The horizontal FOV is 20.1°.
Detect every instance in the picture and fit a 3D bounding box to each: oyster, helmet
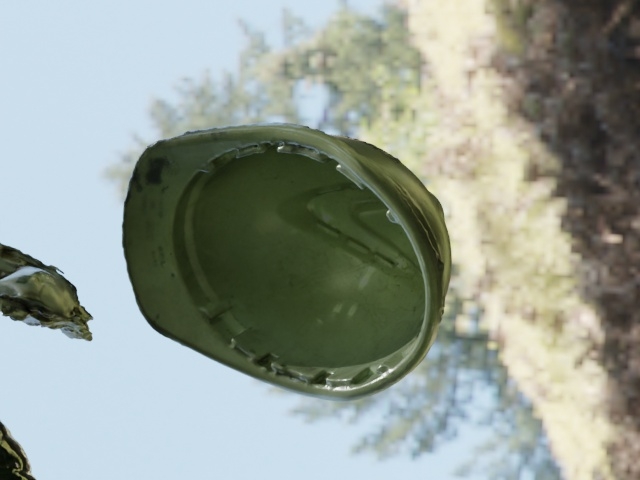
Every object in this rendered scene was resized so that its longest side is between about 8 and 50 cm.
[{"bbox_3d":[-0.279,0.044,1.615,0.108,0.165,0.053,-30,-38,-74],"label":"oyster"},{"bbox_3d":[-0.002,-0.002,1.320,0.137,0.257,0.204,-33,-46,-55],"label":"helmet"}]

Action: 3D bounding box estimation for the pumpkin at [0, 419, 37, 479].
[{"bbox_3d":[-0.315,0.205,1.245,0.216,0.250,0.250,105,-170,-59],"label":"pumpkin"}]
